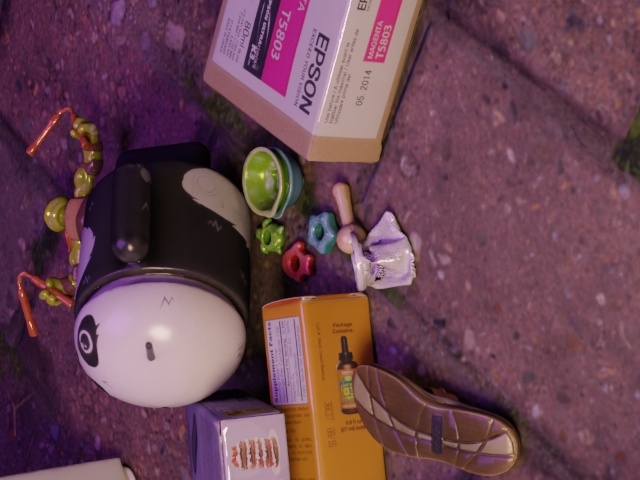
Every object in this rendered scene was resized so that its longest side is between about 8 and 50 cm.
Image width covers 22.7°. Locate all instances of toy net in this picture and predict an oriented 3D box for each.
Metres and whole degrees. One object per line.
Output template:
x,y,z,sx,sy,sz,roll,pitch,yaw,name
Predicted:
0.000,0.000,1.508,0.232,0.045,0.122,35,118,45,toy net

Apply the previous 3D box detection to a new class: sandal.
0.103,0.156,1.389,0.180,0.049,0.072,16,111,36,sandal

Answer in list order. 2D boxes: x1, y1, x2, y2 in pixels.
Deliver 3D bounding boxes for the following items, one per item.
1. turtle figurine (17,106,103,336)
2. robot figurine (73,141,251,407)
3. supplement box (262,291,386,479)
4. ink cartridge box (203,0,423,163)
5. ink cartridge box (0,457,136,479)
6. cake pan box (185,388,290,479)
-0.249,-0.007,1.794,0.217,0.087,0.269,13,94,43,turtle figurine
-0.157,0.032,1.571,0.173,0.209,0.278,-36,40,35,robot figurine
0.005,0.168,1.485,0.080,0.078,0.233,-9,84,55,supplement box
-0.002,-0.215,1.467,0.193,0.088,0.234,39,121,45,ink cartridge box
-0.361,0.415,1.721,0.160,0.385,0.279,-52,53,44,ink cartridge box
-0.075,0.283,1.518,0.246,0.070,0.266,171,95,-80,cake pan box
